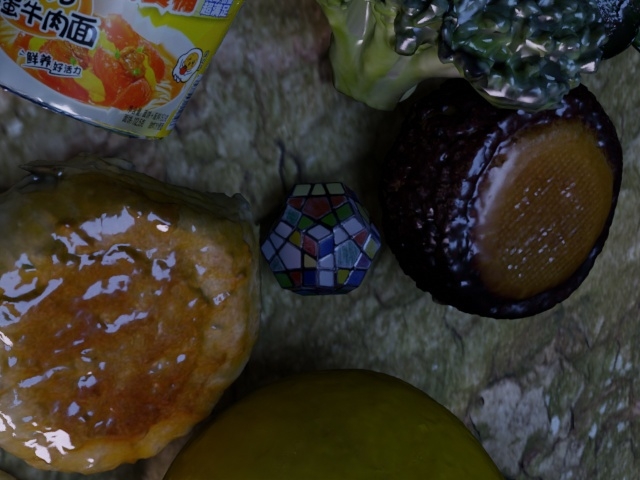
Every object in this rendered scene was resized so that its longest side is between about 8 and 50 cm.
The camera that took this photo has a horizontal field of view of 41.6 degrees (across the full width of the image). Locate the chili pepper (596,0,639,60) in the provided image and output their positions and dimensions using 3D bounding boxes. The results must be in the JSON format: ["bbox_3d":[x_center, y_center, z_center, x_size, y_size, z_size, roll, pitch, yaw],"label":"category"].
[{"bbox_3d":[0.261,-0.241,0.781,0.165,0.174,0.261,-43,116,-8],"label":"chili pepper"}]

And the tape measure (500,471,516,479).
[{"bbox_3d":[0.167,0.418,0.948,0.262,0.138,0.259,-24,114,-23],"label":"tape measure"}]

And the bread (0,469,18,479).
[{"bbox_3d":[-0.289,0.307,0.709,0.178,0.135,0.240,41,82,1],"label":"bread"}]

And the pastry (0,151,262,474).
[{"bbox_3d":[-0.167,0.057,0.653,0.257,0.121,0.236,13,102,-35],"label":"pastry"}]

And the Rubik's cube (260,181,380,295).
[{"bbox_3d":[0.000,0.000,0.747,0.093,0.111,0.111,-29,122,-52],"label":"Rubik's cube"}]

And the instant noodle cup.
[{"bbox_3d":[-0.144,-0.164,0.560,0.205,0.205,0.153,16,105,-33],"label":"instant noodle cup"}]

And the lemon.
[{"bbox_3d":[0.017,0.279,0.701,0.347,0.348,0.348,-9,109,-28],"label":"lemon"}]

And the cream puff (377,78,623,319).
[{"bbox_3d":[0.161,-0.050,0.783,0.239,0.165,0.239,-12,115,-28],"label":"cream puff"}]

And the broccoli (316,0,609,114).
[{"bbox_3d":[0.084,-0.207,0.659,0.247,0.245,0.288,1,68,-5],"label":"broccoli"}]
